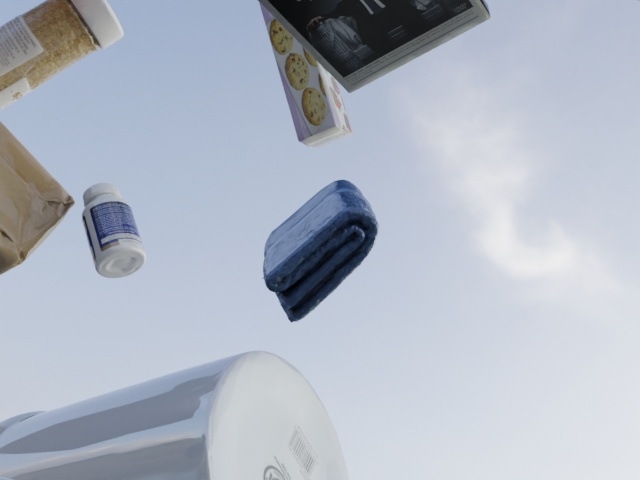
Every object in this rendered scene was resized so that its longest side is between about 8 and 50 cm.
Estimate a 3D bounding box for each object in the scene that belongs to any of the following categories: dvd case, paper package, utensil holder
[{"bbox_3d":[0.041,-0.256,0.814,0.179,0.029,0.239,-24,-35,25],"label":"dvd case"},{"bbox_3d":[-0.563,-0.063,1.089,0.325,0.168,0.309,-25,-65,29],"label":"paper package"},{"bbox_3d":[-0.199,0.328,0.988,0.386,0.327,0.327,-20,-46,25],"label":"utensil holder"}]

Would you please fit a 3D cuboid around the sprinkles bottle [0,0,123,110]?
[{"bbox_3d":[-0.516,-0.310,1.392,0.121,0.355,0.121,55,-8,11],"label":"sprinkles bottle"}]

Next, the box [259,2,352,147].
[{"bbox_3d":[-0.035,-0.294,1.188,0.067,0.323,0.063,-19,-11,22],"label":"box"}]

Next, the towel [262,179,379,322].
[{"bbox_3d":[0.000,0.000,0.439,0.029,0.067,0.119,48,6,-10],"label":"towel"}]

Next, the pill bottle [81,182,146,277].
[{"bbox_3d":[-0.276,-0.015,1.080,0.067,0.120,0.067,-18,-31,-11],"label":"pill bottle"}]

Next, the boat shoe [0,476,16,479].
[{"bbox_3d":[-0.212,0.259,0.471,0.136,0.156,0.367,15,-39,-13],"label":"boat shoe"}]
